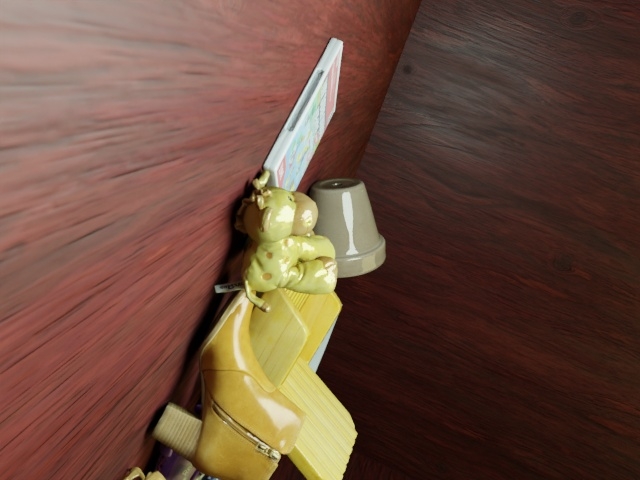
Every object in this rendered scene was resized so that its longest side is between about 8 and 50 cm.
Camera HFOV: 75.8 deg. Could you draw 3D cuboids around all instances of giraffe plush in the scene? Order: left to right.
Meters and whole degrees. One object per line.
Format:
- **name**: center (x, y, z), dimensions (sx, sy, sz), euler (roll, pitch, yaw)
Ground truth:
- **giraffe plush**: center (-0.067, -0.014, 0.644), dimensions (0.210, 0.181, 0.171), euler (-20, 132, -34)

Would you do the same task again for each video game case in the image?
- **video game case**: center (-0.029, -0.202, 0.777), dimensions (0.204, 0.025, 0.285), euler (97, 16, -71)

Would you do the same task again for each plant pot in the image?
- **plant pot**: center (0.050, -0.051, 1.168), dimensions (0.263, 0.262, 0.230), euler (-57, 145, -63)

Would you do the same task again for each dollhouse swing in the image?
- **dollhouse swing**: center (0.004, 0.265, 0.888), dimensions (0.315, 0.304, 0.347), euler (-59, 167, 6)

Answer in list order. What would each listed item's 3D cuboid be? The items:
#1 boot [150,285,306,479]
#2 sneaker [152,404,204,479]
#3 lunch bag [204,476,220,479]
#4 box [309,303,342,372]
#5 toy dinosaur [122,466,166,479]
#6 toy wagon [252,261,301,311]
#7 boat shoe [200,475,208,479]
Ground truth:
- **boot**: center (-0.111, 0.234, 0.677), dimensions (0.295, 0.211, 0.104), euler (-63, -170, -15)
- **sneaker**: center (-0.249, 0.383, 0.712), dimensions (0.236, 0.105, 0.095), euler (-46, -151, -21)
- **lunch bag**: center (-0.237, 0.545, 0.787), dimensions (0.176, 0.090, 0.219), euler (-19, 144, -40)
- **box**: center (-0.086, 0.336, 1.415), dimensions (0.345, 0.214, 0.168), euler (-59, 170, -56)
- **toy dinosaur**: center (-0.262, 0.354, 0.542), dimensions (0.112, 0.064, 0.212), euler (-57, 168, -56)
- **toy wagon**: center (-0.110, 0.101, 0.991), dimensions (0.344, 0.068, 0.267), euler (105, 9, -56)
- **boat shoe**: center (-0.254, 0.503, 0.911), dimensions (0.158, 0.127, 0.341), euler (-49, 161, -55)
